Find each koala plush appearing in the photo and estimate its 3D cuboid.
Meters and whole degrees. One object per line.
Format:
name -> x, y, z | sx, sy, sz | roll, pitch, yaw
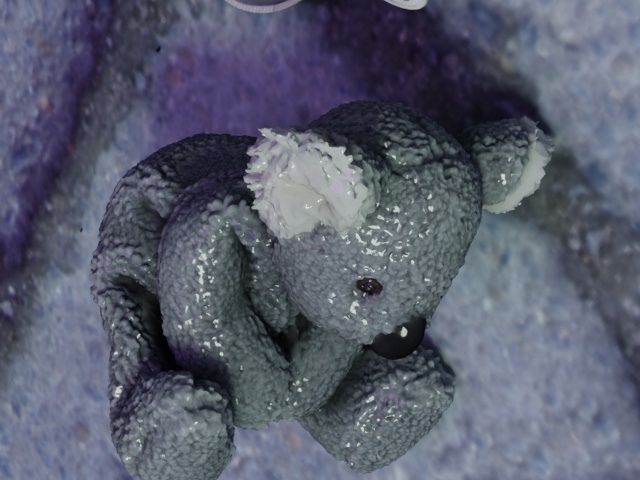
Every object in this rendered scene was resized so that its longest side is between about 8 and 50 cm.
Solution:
koala plush -> 0.000, 0.000, 0.985 | 0.221, 0.196, 0.203 | -39, 62, 47

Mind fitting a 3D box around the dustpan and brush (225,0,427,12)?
dustpan and brush -> -0.002, -0.173, 1.027 | 0.211, 0.060, 0.147 | 34, 122, 35
